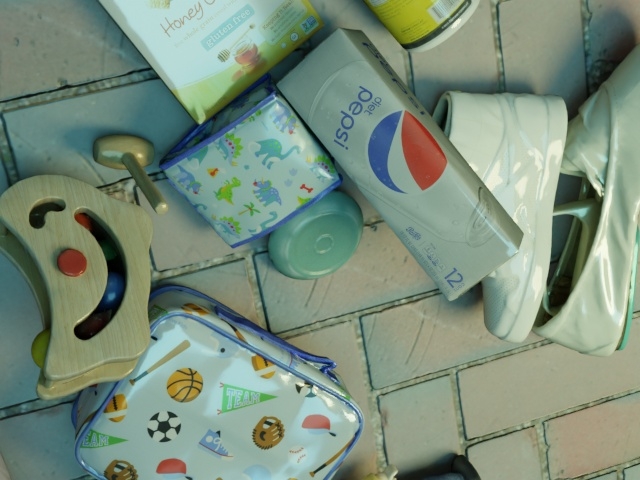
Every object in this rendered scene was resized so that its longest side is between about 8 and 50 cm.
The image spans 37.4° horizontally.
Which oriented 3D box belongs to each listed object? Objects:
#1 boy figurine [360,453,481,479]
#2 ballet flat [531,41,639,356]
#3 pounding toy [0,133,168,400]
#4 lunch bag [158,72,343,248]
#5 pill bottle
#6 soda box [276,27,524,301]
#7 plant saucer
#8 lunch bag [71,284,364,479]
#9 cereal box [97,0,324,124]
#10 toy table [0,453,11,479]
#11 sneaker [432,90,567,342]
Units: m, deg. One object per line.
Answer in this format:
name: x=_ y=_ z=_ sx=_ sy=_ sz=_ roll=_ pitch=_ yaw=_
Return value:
boy figurine: x=0.070 y=0.371 z=1.187 sx=0.285 sy=0.092 sz=0.177 roll=-17 pitch=111 yaw=-9
ballet flat: x=0.323 y=-0.050 z=1.115 sx=0.139 sy=0.139 sz=0.400 roll=1 pitch=108 yaw=-16
pounding toy: x=-0.239 y=0.005 z=0.919 sx=0.154 sy=0.155 sz=0.269 roll=6 pitch=63 yaw=-20
lunch bag: x=-0.074 y=-0.078 z=0.999 sx=0.151 sy=0.096 sz=0.129 roll=-37 pitch=113 yaw=8
pill bottle: x=0.075 y=-0.291 z=0.971 sx=0.103 sy=0.103 sz=0.184 roll=-44 pitch=113 yaw=1
soda box: x=0.086 y=-0.082 z=0.975 sx=0.091 sy=0.098 sz=0.286 roll=-39 pitch=88 yaw=19
plant saucer: x=0.000 y=0.000 z=1.065 sx=0.119 sy=0.021 sz=0.119 roll=-15 pitch=128 yaw=-21
lunch bag: x=-0.108 y=0.200 z=1.072 sx=0.303 sy=0.115 sz=0.243 roll=32 pitch=94 yaw=-21
cereal box: x=-0.133 y=-0.262 z=0.951 sx=0.173 sy=0.047 sz=0.240 roll=-40 pitch=113 yaw=-2
toy table: x=-0.427 y=0.236 z=0.933 sx=0.161 sy=0.252 sz=0.274 roll=-21 pitch=134 yaw=-9
sneaker: x=0.176 y=-0.028 z=1.090 sx=0.169 sy=0.108 sz=0.292 roll=3 pitch=98 yaw=-14
